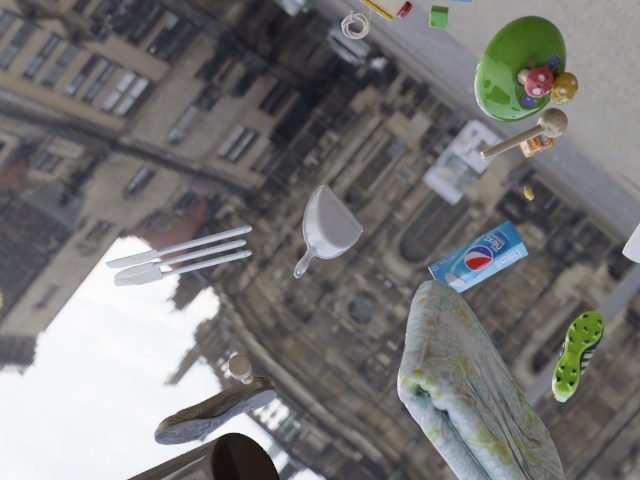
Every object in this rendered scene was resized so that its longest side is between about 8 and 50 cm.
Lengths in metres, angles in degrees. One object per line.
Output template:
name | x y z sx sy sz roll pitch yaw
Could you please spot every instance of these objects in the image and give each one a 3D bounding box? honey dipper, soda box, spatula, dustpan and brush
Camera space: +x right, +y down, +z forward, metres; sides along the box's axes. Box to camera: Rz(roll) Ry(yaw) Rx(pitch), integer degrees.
honey dipper | -0.106 0.182 1.539 0.030 0.030 0.160 41 170 10
soda box | 0.353 0.045 2.511 0.067 0.210 0.071 63 -173 31
spatula | -0.232 0.028 1.869 0.168 0.242 0.019 96 157 -69
dustpan and brush | 0.000 0.000 2.380 0.147 0.060 0.211 49 -138 -22

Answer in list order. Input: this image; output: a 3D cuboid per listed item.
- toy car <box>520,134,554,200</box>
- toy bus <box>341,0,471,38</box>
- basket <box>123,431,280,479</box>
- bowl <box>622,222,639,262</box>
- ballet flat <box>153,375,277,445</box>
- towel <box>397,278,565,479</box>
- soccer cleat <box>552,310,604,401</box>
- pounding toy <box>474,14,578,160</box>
toy car | 0.381 -0.133 1.963 0.040 0.060 0.122 -6 -90 -71
toy bus | 0.125 -0.422 1.703 0.104 0.202 0.190 -69 -29 -57
basket | -0.173 0.350 1.445 0.154 0.227 0.204 55 -150 -4
bowl | 0.589 -0.021 1.889 0.053 0.142 0.142 51 148 24
ballet flat | -0.203 0.318 2.127 0.084 0.250 0.058 66 179 -55
towel | 0.250 0.266 1.691 0.374 0.090 0.320 53 -163 -13
soccer cleat | 0.456 0.206 2.004 0.060 0.178 0.072 23 155 17
pounding toy | 0.356 -0.240 1.829 0.110 0.183 0.236 41 148 46
